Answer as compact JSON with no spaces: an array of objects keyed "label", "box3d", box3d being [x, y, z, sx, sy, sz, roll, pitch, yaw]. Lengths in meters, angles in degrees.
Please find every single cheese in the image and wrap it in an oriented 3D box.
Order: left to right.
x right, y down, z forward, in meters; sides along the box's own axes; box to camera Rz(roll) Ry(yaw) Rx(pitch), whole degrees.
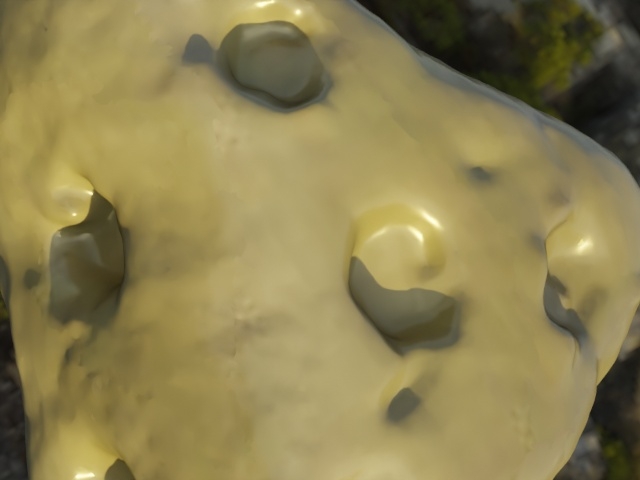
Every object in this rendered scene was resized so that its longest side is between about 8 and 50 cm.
[{"label":"cheese","box3d":[0.002,0.000,0.607,0.248,0.173,0.251,-19,91,-45]}]
